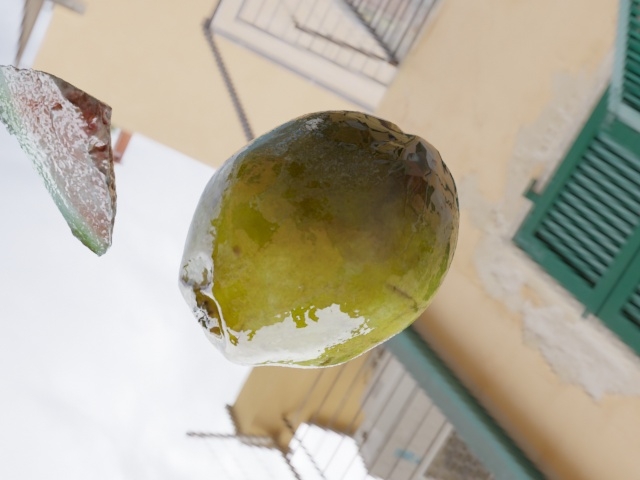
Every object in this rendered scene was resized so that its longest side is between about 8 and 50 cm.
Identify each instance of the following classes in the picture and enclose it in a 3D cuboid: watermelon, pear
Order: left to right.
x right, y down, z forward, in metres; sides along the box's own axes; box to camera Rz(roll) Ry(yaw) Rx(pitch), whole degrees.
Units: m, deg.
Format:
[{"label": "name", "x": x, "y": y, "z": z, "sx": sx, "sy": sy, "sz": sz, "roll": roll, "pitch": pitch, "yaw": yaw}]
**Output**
[{"label": "watermelon", "x": -0.201, "y": -0.073, "z": 0.969, "sx": 0.081, "sy": 0.180, "sz": 0.094, "roll": -31, "pitch": -141, "yaw": -17}, {"label": "pear", "x": 0.000, "y": 0.000, "z": 1.249, "sx": 0.269, "sy": 0.321, "sz": 0.269, "roll": 39, "pitch": 157, "yaw": 19}]
